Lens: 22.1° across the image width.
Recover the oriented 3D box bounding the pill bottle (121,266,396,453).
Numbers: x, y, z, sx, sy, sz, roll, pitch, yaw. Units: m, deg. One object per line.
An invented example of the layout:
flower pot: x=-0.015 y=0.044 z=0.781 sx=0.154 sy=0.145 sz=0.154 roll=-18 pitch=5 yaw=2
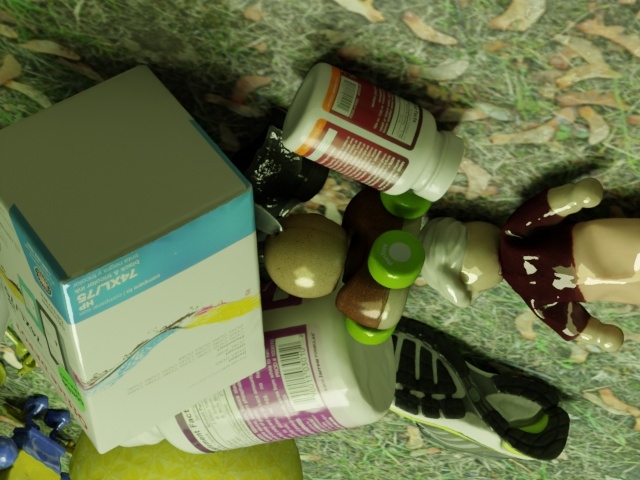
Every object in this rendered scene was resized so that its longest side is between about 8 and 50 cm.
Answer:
pill bottle: x=-0.085 y=0.135 z=1.743 sx=0.301 sy=0.169 sz=0.169 roll=-12 pitch=141 yaw=21

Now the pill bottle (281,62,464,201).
pill bottle: x=0.048 y=-0.093 z=1.479 sx=0.152 sy=0.086 sz=0.086 roll=24 pitch=147 yaw=-14

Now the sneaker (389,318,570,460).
sneaker: x=0.131 y=0.184 z=1.868 sx=0.300 sy=0.111 sz=0.121 roll=28 pitch=150 yaw=-17

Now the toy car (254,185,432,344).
toy car: x=0.000 y=0.000 z=1.578 sx=0.188 sy=0.149 sz=0.155 roll=13 pitch=150 yaw=-3

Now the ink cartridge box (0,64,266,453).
ink cartridge box: x=-0.187 y=0.021 z=1.552 sx=0.198 sy=0.197 sz=0.270 roll=48 pitch=156 yaw=34

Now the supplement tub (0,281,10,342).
supplement tub: x=-0.472 y=0.000 z=1.704 sx=0.316 sy=0.228 sz=0.228 roll=16 pitch=148 yaw=-3

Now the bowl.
bowl: x=-0.148 y=0.230 z=1.971 sx=0.289 sy=0.289 sz=0.156 roll=13 pitch=106 yaw=2

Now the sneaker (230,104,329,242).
sneaker: x=-0.056 y=-0.062 z=1.608 sx=0.089 sy=0.051 sz=0.170 roll=27 pitch=141 yaw=-22

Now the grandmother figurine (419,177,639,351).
grandmother figurine: x=0.254 y=0.021 z=1.576 sx=0.342 sy=0.104 sz=0.208 roll=2 pitch=119 yaw=25

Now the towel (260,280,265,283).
towel: x=-0.188 y=0.075 z=1.878 sx=0.282 sy=0.049 sz=0.187 roll=14 pitch=149 yaw=0

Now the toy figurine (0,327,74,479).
toy figurine: x=-0.386 y=0.293 z=2.141 sx=0.191 sy=0.217 sz=0.362 roll=-12 pitch=140 yaw=36
